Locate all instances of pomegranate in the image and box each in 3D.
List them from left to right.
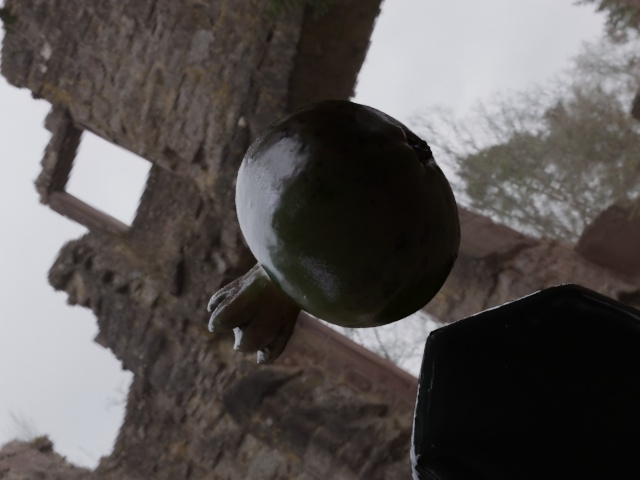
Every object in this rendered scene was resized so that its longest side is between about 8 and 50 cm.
[{"bbox_3d":[0.000,0.000,0.433,0.142,0.114,0.114,-45,-20,18],"label":"pomegranate"}]

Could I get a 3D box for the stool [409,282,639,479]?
[{"bbox_3d":[0.167,0.151,0.590,0.232,0.232,0.141,-42,-39,-36],"label":"stool"}]
